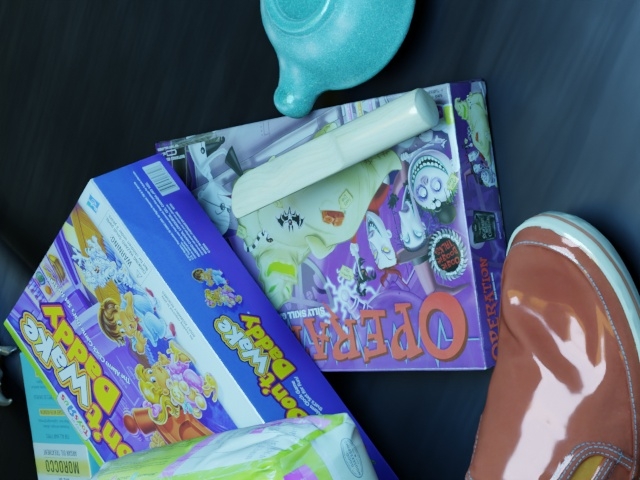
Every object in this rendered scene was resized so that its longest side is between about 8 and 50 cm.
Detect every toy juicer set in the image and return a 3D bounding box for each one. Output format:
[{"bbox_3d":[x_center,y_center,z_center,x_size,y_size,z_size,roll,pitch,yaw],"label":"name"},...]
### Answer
[{"bbox_3d":[0.039,-0.178,1.031,0.209,0.089,0.329,1,88,37],"label":"toy juicer set"}]

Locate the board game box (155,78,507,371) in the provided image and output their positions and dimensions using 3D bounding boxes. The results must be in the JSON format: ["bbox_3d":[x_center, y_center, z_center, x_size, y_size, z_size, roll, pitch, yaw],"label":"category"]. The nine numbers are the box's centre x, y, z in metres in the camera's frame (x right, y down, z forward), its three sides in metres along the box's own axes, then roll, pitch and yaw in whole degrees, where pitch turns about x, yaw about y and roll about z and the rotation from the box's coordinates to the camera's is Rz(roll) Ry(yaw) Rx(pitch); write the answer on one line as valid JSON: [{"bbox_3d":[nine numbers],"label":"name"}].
[{"bbox_3d":[0.000,0.000,1.129,0.347,0.056,0.208,-7,96,47],"label":"board game box"}]

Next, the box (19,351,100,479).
[{"bbox_3d":[-0.230,0.223,1.396,0.100,0.060,0.244,-8,91,47],"label":"box"}]

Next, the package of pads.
[{"bbox_3d":[-0.057,0.255,1.050,0.296,0.101,0.229,-20,94,47],"label":"package of pads"}]

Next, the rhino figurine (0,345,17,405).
[{"bbox_3d":[-0.401,0.092,1.546,0.243,0.073,0.106,48,131,28],"label":"rhino figurine"}]

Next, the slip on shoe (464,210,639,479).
[{"bbox_3d":[0.152,0.146,0.953,0.123,0.101,0.331,12,104,47],"label":"slip on shoe"}]

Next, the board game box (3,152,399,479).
[{"bbox_3d":[-0.107,0.136,1.179,0.347,0.078,0.233,53,137,13],"label":"board game box"}]
